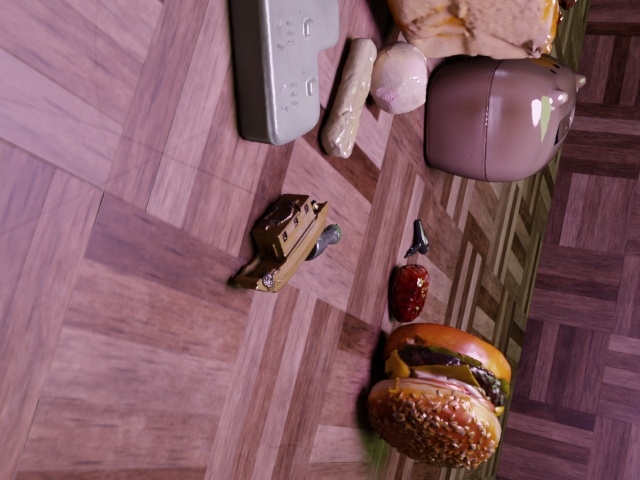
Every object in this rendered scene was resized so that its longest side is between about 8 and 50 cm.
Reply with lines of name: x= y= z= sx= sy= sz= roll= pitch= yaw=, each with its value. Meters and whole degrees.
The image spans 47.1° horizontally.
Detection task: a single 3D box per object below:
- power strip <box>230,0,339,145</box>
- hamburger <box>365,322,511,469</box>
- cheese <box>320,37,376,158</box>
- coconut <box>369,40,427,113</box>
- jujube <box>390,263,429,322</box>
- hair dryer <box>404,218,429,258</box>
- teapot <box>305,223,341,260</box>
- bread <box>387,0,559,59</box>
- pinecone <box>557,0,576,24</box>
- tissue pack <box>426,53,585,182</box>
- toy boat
power strip: x=-0.037 y=-0.266 z=0.919 sx=0.193 sy=0.059 sz=0.265 roll=-39 pitch=132 yaw=-54
hamburger: x=0.233 y=0.313 z=1.442 sx=0.291 sy=0.291 sz=0.225 roll=68 pitch=36 yaw=-48
cheese: x=0.047 y=-0.219 z=1.130 sx=0.065 sy=0.043 sz=0.194 roll=42 pitch=61 yaw=-60
coconut: x=0.125 y=-0.273 z=1.205 sx=0.124 sy=0.110 sz=0.110 roll=56 pitch=49 yaw=-63
jujube: x=0.178 y=0.108 z=1.494 sx=0.077 sy=0.077 sz=0.129 roll=-37 pitch=142 yaw=-56
hair dryer: x=0.200 y=0.006 z=1.557 sx=0.083 sy=0.031 sz=0.079 roll=-41 pitch=124 yaw=-43
teapot: x=0.000 y=0.000 z=1.114 sx=0.110 sy=0.042 sz=0.043 roll=-24 pitch=120 yaw=-63
bread: x=0.238 y=-0.517 z=1.140 sx=0.390 sy=0.279 sz=0.371 roll=48 pitch=50 yaw=-58
pinecone: x=0.392 y=-0.506 z=1.488 sx=0.309 sy=0.244 sz=0.244 roll=-24 pitch=129 yaw=-16
tissue pack: x=0.411 y=-0.277 z=1.609 sx=0.387 sy=0.276 sz=0.267 roll=-33 pitch=130 yaw=-56
toy boat: x=-0.051 y=-0.001 z=0.988 sx=0.200 sy=0.057 sz=0.077 roll=-55 pitch=140 yaw=-41
